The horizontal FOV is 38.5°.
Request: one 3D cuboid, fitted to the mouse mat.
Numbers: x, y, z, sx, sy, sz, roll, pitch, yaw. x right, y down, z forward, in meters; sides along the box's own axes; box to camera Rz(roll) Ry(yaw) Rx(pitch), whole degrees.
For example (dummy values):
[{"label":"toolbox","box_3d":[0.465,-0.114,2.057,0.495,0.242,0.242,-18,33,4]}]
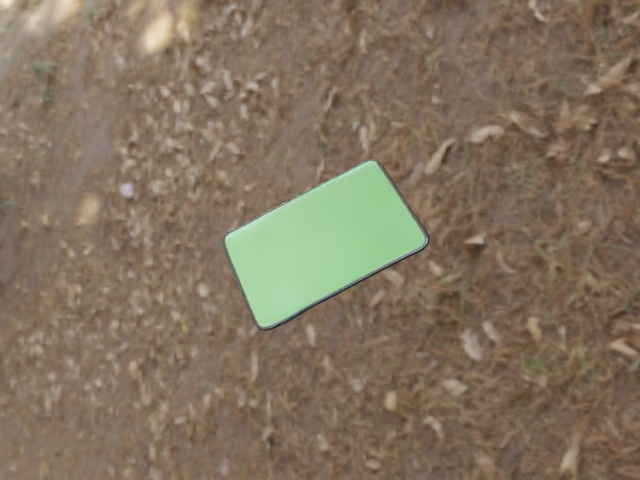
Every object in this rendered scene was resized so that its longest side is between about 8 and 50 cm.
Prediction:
[{"label":"mouse mat","box_3d":[0.000,0.000,0.921,0.007,0.189,0.153,61,-179,-44]}]
